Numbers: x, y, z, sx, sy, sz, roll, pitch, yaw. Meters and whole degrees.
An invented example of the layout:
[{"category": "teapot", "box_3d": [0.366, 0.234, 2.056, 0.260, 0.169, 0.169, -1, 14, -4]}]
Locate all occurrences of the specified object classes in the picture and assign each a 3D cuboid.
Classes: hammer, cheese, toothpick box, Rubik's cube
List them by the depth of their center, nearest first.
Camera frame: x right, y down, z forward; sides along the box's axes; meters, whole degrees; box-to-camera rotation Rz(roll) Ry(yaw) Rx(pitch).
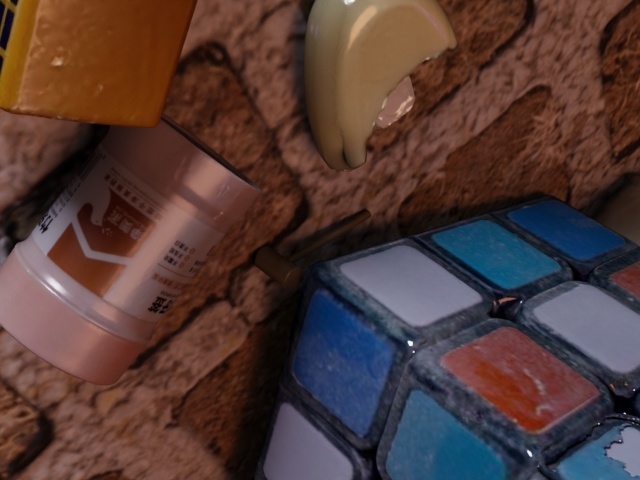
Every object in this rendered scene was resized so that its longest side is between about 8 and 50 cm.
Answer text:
[{"category": "toothpick box", "box_3d": [-0.118, -0.001, 0.562, 0.149, 0.098, 0.098, -53, 140, 2]}, {"category": "cheese", "box_3d": [0.023, -0.157, 0.605, 0.127, 0.050, 0.235, -37, 138, -10]}, {"category": "hammer", "box_3d": [0.000, 0.000, 0.728, 0.110, 0.035, 0.019, -32, 140, -33]}, {"category": "Rubik's cube", "box_3d": [0.179, 0.202, 0.786, 0.363, 0.359, 0.362, -21, 133, -41]}]

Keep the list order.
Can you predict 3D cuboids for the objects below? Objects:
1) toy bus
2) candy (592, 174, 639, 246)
[{"category": "toy bus", "box_3d": [-0.105, -0.162, 0.434, 0.098, 0.114, 0.201, 1, 120, -44]}, {"category": "candy", "box_3d": [0.404, 0.105, 1.069, 0.386, 0.186, 0.427, -12, 132, -41]}]
